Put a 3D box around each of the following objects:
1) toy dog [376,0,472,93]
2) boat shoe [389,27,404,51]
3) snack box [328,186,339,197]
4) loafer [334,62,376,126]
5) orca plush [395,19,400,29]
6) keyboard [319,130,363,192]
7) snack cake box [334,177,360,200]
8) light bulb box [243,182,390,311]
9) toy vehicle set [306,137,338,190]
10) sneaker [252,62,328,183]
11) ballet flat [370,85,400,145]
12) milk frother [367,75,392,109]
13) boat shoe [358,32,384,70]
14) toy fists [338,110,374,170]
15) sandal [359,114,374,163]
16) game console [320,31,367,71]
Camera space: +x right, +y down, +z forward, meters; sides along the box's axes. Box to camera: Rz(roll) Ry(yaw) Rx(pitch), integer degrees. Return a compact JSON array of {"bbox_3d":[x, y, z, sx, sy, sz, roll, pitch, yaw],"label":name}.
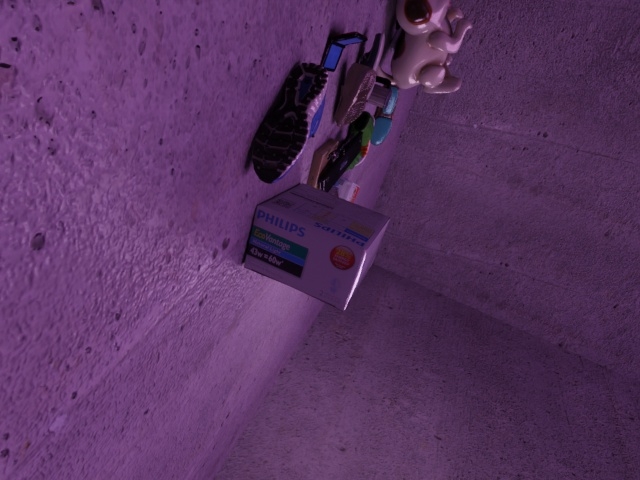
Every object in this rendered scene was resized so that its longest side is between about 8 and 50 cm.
[{"bbox_3d":[0.424,-0.870,1.744,0.408,0.396,0.284,73,21,-52],"label":"toy dog"},{"bbox_3d":[0.401,-0.978,1.942,0.228,0.076,0.080,-63,169,-12],"label":"boat shoe"},{"bbox_3d":[0.049,-0.198,1.817,0.178,0.064,0.022,-85,-172,-61],"label":"snack box"},{"bbox_3d":[0.114,-0.526,1.498,0.102,0.092,0.268,-25,162,-33],"label":"loafer"},{"bbox_3d":[0.420,-1.027,1.868,0.287,0.151,0.102,-48,-152,-18],"label":"orca plush"},{"bbox_3d":[0.085,-0.334,1.665,0.317,0.033,0.201,-54,163,-29],"label":"keyboard"},{"bbox_3d":[0.127,-0.240,2.178,0.264,0.089,0.152,-12,123,-77],"label":"snack cake box"},{"bbox_3d":[0.000,0.000,1.370,0.361,0.358,0.225,-42,152,-62],"label":"light bulb box"},{"bbox_3d":[-0.004,-0.257,1.654,0.166,0.035,0.266,-52,163,-52],"label":"toy vehicle set"},{"bbox_3d":[-0.062,-0.285,1.074,0.330,0.130,0.147,-64,167,-13],"label":"sneaker"},{"bbox_3d":[0.348,-0.696,2.276,0.124,0.116,0.342,-84,-175,-56],"label":"ballet flat"},{"bbox_3d":[0.222,-0.624,1.684,0.143,0.135,0.129,-7,120,-77],"label":"milk frother"},{"bbox_3d":[0.179,-0.656,1.561,0.254,0.079,0.095,103,13,-53],"label":"boat shoe"},{"bbox_3d":[0.157,-0.445,1.880,0.279,0.096,0.142,-64,156,-5],"label":"toy fists"},{"bbox_3d":[0.199,-0.472,1.993,0.076,0.102,0.265,30,82,-76],"label":"sandal"},{"bbox_3d":[0.073,-0.565,1.248,0.144,0.124,0.085,-45,130,-63],"label":"game console"}]
